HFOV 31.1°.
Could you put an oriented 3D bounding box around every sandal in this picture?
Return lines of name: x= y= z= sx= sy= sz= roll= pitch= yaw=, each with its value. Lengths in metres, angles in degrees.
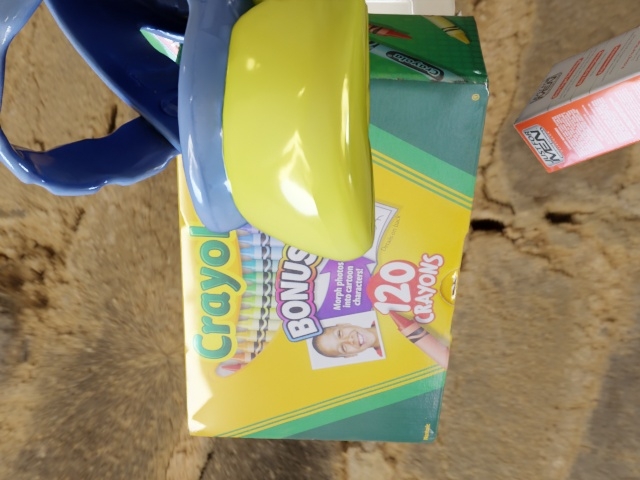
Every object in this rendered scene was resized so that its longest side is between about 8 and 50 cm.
sandal: x=-0.051 y=-0.117 z=0.445 sx=0.138 sy=0.317 sz=0.126 roll=-3 pitch=-53 yaw=3

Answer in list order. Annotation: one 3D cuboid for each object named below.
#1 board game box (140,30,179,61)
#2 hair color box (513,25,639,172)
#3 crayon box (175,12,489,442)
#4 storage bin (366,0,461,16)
board game box: x=-0.104 y=-0.261 z=0.875 sx=0.046 sy=0.317 sz=0.213 roll=-26 pitch=-54 yaw=28
hair color box: x=0.190 y=-0.094 z=0.682 sx=0.043 sy=0.141 sz=0.072 roll=50 pitch=-127 yaw=-17
crayon box: x=0.000 y=0.000 z=0.697 sx=0.165 sy=0.081 sz=0.278 roll=2 pitch=-52 yaw=-1
storage bin: x=-0.013 y=-0.219 z=1.089 sx=0.260 sy=0.262 sz=0.123 roll=3 pitch=-58 yaw=14
